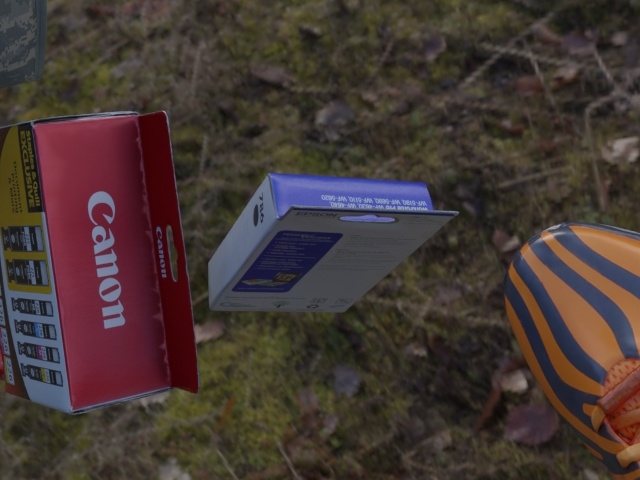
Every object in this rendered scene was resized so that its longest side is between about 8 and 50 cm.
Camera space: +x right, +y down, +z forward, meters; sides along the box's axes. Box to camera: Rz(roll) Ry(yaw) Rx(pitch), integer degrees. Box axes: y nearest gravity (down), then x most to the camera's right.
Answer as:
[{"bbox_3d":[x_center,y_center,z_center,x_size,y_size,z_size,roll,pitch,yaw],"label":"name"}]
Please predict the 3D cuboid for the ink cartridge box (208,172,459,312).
[{"bbox_3d":[0.000,0.000,1.192,0.165,0.332,0.065,3,71,-19],"label":"ink cartridge box"}]

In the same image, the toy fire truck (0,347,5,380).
[{"bbox_3d":[-0.342,0.091,1.479,0.135,0.047,0.192,11,65,-3],"label":"toy fire truck"}]

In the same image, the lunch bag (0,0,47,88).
[{"bbox_3d":[-0.423,-0.284,1.248,0.235,0.287,0.169,-24,64,-31],"label":"lunch bag"}]

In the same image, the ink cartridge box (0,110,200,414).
[{"bbox_3d":[-0.261,0.020,1.288,0.130,0.309,0.272,-10,6,-34],"label":"ink cartridge box"}]

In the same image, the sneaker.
[{"bbox_3d":[0.186,0.103,0.541,0.124,0.180,0.321,-50,63,16],"label":"sneaker"}]
